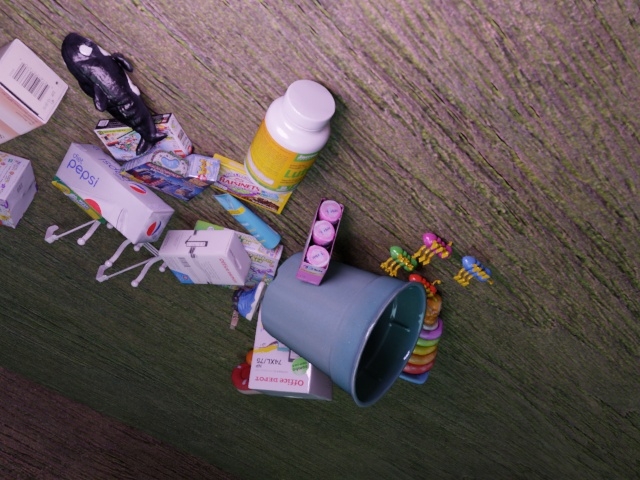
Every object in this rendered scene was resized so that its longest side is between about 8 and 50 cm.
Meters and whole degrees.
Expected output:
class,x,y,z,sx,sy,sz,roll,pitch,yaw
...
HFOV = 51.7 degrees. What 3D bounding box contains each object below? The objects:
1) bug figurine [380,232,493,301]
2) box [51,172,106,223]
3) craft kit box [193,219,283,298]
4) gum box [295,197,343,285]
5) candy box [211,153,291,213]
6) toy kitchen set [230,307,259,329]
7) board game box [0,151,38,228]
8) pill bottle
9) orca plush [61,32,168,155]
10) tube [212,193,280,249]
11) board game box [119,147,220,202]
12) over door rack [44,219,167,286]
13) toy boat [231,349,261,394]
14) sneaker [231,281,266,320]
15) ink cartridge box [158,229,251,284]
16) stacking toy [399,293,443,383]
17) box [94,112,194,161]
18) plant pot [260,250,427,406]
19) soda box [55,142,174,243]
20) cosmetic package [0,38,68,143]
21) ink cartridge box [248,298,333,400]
class,x,y,z,sx,sy,sz,roll,pitch,yaw
bug figurine,0.295,0.069,1.690,0.216,0.072,0.279,39,144,-21
box,-0.598,-0.134,1.715,0.043,0.105,0.179,-6,141,31
craft kit box,-0.247,0.061,1.904,0.249,0.061,0.247,16,143,-2
gum box,0.000,0.000,1.609,0.062,0.189,0.107,18,153,-3
candy box,-0.177,-0.136,1.619,0.205,0.027,0.105,22,143,-10
toy kitchen set,-0.244,0.243,2.130,0.075,0.083,0.068,17,146,-2
board game box,-0.931,-0.162,1.769,0.275,0.144,0.142,18,146,-2
pill bottle,-0.061,-0.213,1.369,0.136,0.136,0.246,23,145,-11
orca plush,-0.455,-0.292,1.401,0.151,0.102,0.287,-2,133,22
tube,-0.189,-0.057,1.720,0.080,0.052,0.207,-5,140,48
board game box,-0.335,-0.163,1.548,0.194,0.060,0.194,-11,154,44
over door rack,-0.645,0.040,1.979,0.324,0.108,0.239,-11,137,33
toy boat,-0.229,0.472,2.429,0.231,0.151,0.151,-11,107,32
sneaker,-0.216,0.164,1.937,0.084,0.058,0.152,29,133,6
ink cartridge box,-0.307,0.046,1.782,0.203,0.086,0.148,0,143,19
stacking toy,0.292,0.259,1.920,0.165,0.175,0.302,20,132,2
box,-0.414,-0.240,1.555,0.206,0.036,0.114,-1,143,22
plant pot,0.047,0.202,1.720,0.334,0.341,0.341,23,152,29
soda box,-0.493,-0.114,1.580,0.286,0.091,0.098,39,107,15
cosmetic package,-0.736,-0.315,1.491,0.296,0.129,0.153,-12,138,35
ink cartridge box,-0.073,0.330,1.984,0.198,0.270,0.197,-1,161,21
